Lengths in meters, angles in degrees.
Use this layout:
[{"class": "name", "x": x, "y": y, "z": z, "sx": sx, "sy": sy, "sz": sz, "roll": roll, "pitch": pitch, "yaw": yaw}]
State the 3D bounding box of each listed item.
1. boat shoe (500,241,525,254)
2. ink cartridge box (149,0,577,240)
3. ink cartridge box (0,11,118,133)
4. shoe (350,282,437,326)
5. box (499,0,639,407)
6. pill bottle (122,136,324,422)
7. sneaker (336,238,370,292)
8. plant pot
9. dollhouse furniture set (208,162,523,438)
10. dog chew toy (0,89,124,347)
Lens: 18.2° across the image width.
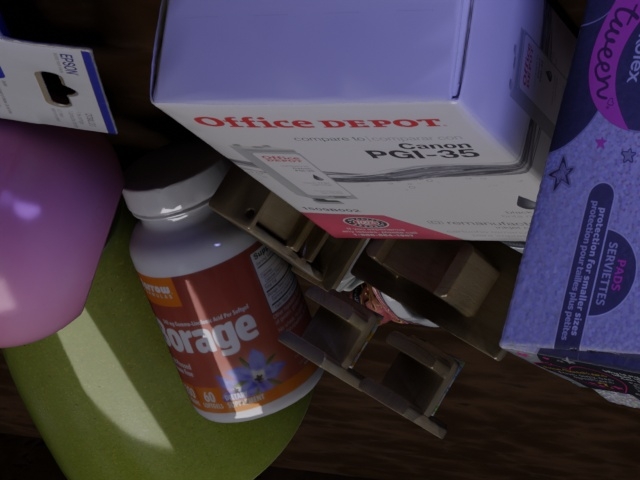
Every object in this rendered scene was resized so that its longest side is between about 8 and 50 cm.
[{"class": "boat shoe", "x": 0.214, "y": -0.007, "z": 1.620, "sx": 0.226, "sy": 0.083, "sz": 0.076, "roll": 19, "pitch": 178, "yaw": 5}, {"class": "ink cartridge box", "x": 0.047, "y": -0.092, "z": 1.264, "sx": 0.207, "sy": 0.117, "sz": 0.283, "roll": 1, "pitch": 165, "yaw": 25}, {"class": "ink cartridge box", "x": -0.324, "y": -0.148, "z": 1.367, "sx": 0.371, "sy": 0.069, "sz": 0.176, "roll": 10, "pitch": 165, "yaw": 3}, {"class": "shoe", "x": 0.062, "y": 0.051, "z": 1.925, "sx": 0.081, "sy": 0.063, "sz": 0.178, "roll": -3, "pitch": 167, "yaw": 20}, {"class": "box", "x": 0.222, "y": -0.030, "z": 1.109, "sx": 0.163, "sy": 0.247, "sz": 0.142, "roll": 9, "pitch": 168, "yaw": 38}, {"class": "pill bottle", "x": -0.084, "y": 0.030, "z": 1.625, "sx": 0.121, "sy": 0.121, "sz": 0.216, "roll": -2, "pitch": 120, "yaw": 36}, {"class": "sneaker", "x": 0.000, "y": 0.000, "z": 1.700, "sx": 0.212, "sy": 0.094, "sz": 0.080, "roll": 7, "pitch": 167, "yaw": 4}, {"class": "plant pot", "x": -0.178, "y": 0.058, "z": 1.775, "sx": 0.275, "sy": 0.275, "sz": 0.293, "roll": 2, "pitch": 148, "yaw": 23}, {"class": "dollhouse furniture set", "x": 0.064, "y": 0.008, "z": 1.488, "sx": 0.242, "sy": 0.212, "sz": 0.161, "roll": 30, "pitch": 177, "yaw": 31}, {"class": "dog chew toy", "x": -0.323, "y": -0.045, "z": 1.521, "sx": 0.332, "sy": 0.206, "sz": 0.206, "roll": 17, "pitch": 165, "yaw": -6}]
